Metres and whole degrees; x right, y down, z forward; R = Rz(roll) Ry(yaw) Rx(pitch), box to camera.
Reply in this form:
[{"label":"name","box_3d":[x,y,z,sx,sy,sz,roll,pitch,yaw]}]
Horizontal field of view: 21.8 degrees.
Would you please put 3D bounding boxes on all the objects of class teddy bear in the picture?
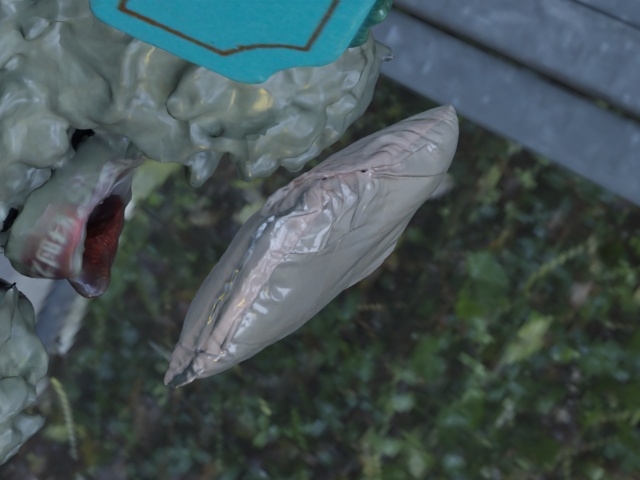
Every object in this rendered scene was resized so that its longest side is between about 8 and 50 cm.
[{"label":"teddy bear","box_3d":[-0.131,-0.104,0.876,0.224,0.367,0.357,39,118,-13]}]

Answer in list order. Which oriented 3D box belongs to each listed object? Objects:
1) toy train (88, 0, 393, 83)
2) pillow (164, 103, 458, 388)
[{"label":"toy train","box_3d":[-0.030,-0.138,0.465,0.163,0.203,0.112,24,63,-7]},{"label":"pillow","box_3d":[0.000,0.000,1.182,0.270,0.067,0.173,-31,156,-57]}]
